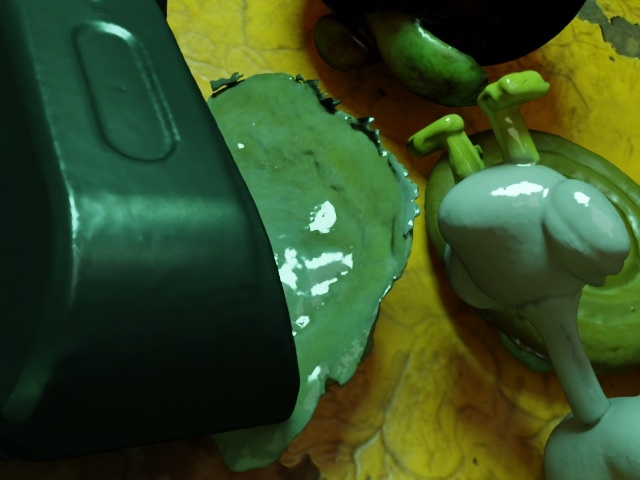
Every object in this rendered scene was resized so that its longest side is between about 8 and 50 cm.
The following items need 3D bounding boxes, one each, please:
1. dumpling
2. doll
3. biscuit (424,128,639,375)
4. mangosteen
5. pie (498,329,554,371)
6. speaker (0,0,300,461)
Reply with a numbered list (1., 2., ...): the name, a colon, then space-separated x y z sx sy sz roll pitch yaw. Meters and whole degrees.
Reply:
1. dumpling: -0.002 0.002 0.646 0.166 0.086 0.332 -12 59 10
2. doll: 0.174 0.073 0.584 0.094 0.160 0.365 -33 92 -33
3. biscuit: 0.210 -0.004 0.744 0.262 0.037 0.261 13 49 -15
4. mangosteen: 0.105 -0.262 0.759 0.288 0.288 0.287 10 56 -15
5. pie: 0.179 0.069 0.711 0.085 0.020 0.084 10 56 -15
6. speaker: -0.134 -0.078 0.546 0.180 0.184 0.388 -3 49 -31
